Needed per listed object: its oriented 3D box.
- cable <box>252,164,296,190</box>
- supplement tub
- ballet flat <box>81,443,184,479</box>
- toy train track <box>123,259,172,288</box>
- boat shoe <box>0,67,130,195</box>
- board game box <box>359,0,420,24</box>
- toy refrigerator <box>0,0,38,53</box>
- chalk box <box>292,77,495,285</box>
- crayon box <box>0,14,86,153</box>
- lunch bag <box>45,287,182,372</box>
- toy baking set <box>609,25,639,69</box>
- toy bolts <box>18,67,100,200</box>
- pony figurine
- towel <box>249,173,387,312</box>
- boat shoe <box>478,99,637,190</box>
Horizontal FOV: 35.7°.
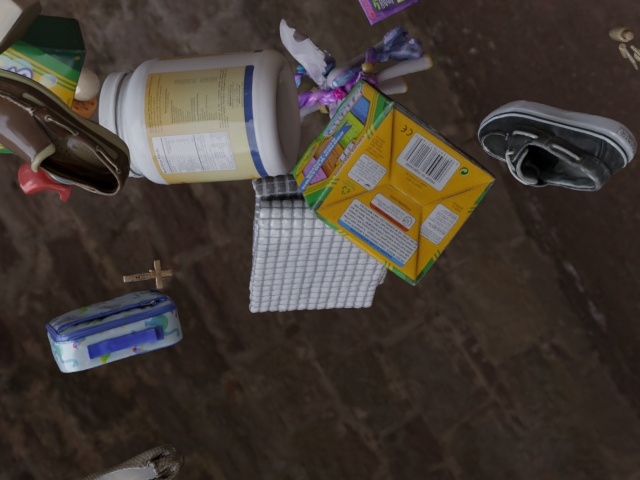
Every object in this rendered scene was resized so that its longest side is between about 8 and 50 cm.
[{"bbox_3d":[-0.026,-0.065,2.023,0.257,0.089,0.257,40,-170,-16],"label":"cable"},{"bbox_3d":[-0.210,-0.217,1.773,0.228,0.317,0.228,-2,-90,-78],"label":"supplement tub"},{"bbox_3d":[-0.337,0.417,1.665,0.084,0.250,0.058,60,-165,-3],"label":"ballet flat"},{"bbox_3d":[-0.290,0.059,1.661,0.014,0.083,0.048,2,99,61],"label":"toy train track"},{"bbox_3d":[-0.358,-0.136,1.276,0.258,0.095,0.095,24,-149,-28],"label":"boat shoe"},{"bbox_3d":[0.108,-0.665,2.179,0.208,0.056,0.346,-13,109,50],"label":"board game box"},{"bbox_3d":[-0.382,-0.273,1.129,0.102,0.094,0.269,36,-169,-17],"label":"toy refrigerator"},{"bbox_3d":[0.086,-0.096,1.375,0.180,0.179,0.289,34,-171,-15],"label":"chalk box"},{"bbox_3d":[-0.512,-0.223,1.388,0.203,0.323,0.083,-62,38,41],"label":"crayon box"},{"bbox_3d":[-0.355,0.155,1.719,0.176,0.219,0.090,-162,58,-69],"label":"lunch bag"},{"bbox_3d":[0.654,-0.351,1.966,0.197,0.030,0.256,45,-168,-2],"label":"toy baking set"},{"bbox_3d":[-0.482,-0.203,1.745,0.218,0.158,0.228,5,-120,-45],"label":"toy bolts"},{"bbox_3d":[0.045,-0.327,2.102,0.302,0.364,0.351,64,165,1],"label":"pony figurine"},{"bbox_3d":[0.000,0.000,1.648,0.283,0.235,0.121,100,165,-54],"label":"towel"},{"bbox_3d":[0.362,-0.152,1.652,0.121,0.119,0.335,52,162,-25],"label":"boat shoe"}]
